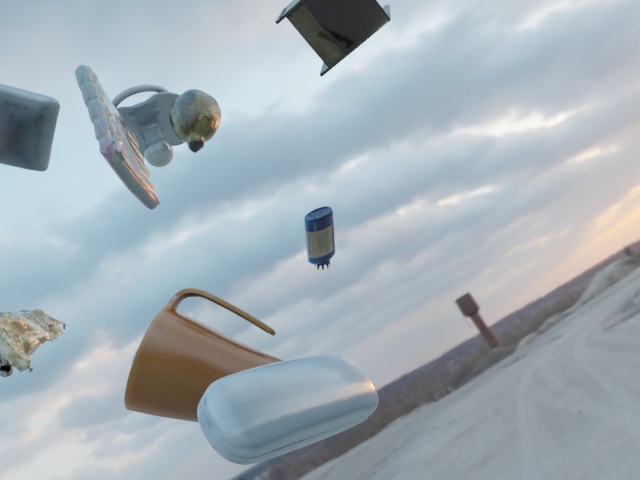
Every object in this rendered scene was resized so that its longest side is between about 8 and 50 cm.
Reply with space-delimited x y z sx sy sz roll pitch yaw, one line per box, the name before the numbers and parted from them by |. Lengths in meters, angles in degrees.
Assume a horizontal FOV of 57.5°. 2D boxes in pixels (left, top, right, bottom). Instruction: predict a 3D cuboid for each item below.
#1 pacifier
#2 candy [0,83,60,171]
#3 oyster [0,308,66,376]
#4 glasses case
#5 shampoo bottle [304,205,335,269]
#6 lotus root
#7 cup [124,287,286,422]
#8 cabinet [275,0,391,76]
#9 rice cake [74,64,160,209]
pacifier | -0.482 -0.307 1.673 0.287 0.226 0.238 -23 -32 -11
candy | -0.628 -0.231 1.213 0.138 0.071 0.174 12 -59 -23
oyster | -0.307 0.093 0.601 0.200 0.061 0.106 -24 17 46
glasses case | -0.021 0.136 0.490 0.178 0.067 0.045 -2 -48 -46
shampoo bottle | 0.000 0.000 1.572 0.087 0.050 0.183 -27 -46 -26
lotus root | -0.331 -0.319 1.552 0.138 0.214 0.138 -9 -43 -9
cup | -0.187 0.210 0.999 0.182 0.263 0.226 104 -176 -75
cabinet | 0.033 -0.552 1.422 0.215 0.175 0.148 -35 25 25
rice cake | -0.342 -0.166 0.989 0.037 0.189 0.198 -23 -18 -6
